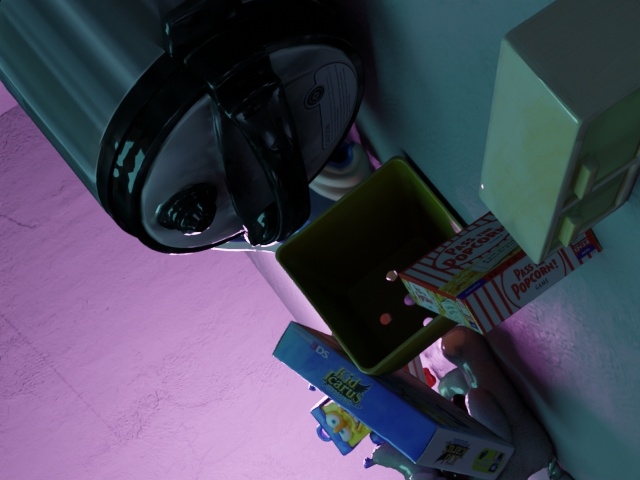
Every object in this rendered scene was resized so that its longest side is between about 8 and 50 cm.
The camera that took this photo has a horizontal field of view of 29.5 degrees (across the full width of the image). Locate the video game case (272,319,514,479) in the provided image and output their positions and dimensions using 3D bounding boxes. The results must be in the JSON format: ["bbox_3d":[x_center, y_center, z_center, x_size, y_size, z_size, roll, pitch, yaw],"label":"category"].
[{"bbox_3d":[0.100,0.219,1.646,0.269,0.061,0.244,33,-176,35],"label":"video game case"}]

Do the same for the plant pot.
[{"bbox_3d":[0.103,0.054,1.618,0.212,0.212,0.187,52,-178,23],"label":"plant pot"}]

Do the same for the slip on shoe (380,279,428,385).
[{"bbox_3d":[0.115,0.190,2.086,0.123,0.101,0.331,68,-174,-61],"label":"slip on shoe"}]

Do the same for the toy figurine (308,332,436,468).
[{"bbox_3d":[0.097,0.327,2.249,0.362,0.217,0.191,52,-152,-1],"label":"toy figurine"}]

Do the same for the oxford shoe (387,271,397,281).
[{"bbox_3d":[0.112,-0.010,1.769,0.076,0.076,0.212,19,152,21],"label":"oxford shoe"}]

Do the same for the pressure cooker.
[{"bbox_3d":[-0.155,-0.186,1.476,0.420,0.375,0.370,48,-153,25],"label":"pressure cooker"}]

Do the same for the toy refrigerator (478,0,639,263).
[{"bbox_3d":[0.197,-0.082,0.942,0.094,0.102,0.269,53,169,19],"label":"toy refrigerator"}]

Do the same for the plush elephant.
[{"bbox_3d":[0.207,0.343,1.839,0.330,0.255,0.272,53,170,16],"label":"plush elephant"}]

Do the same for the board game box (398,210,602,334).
[{"bbox_3d":[0.179,0.024,1.251,0.045,0.147,0.193,58,170,-13],"label":"board game box"}]

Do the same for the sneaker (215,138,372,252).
[{"bbox_3d":[-0.083,-0.100,1.766,0.130,0.323,0.236,-71,-9,-48],"label":"sneaker"}]
